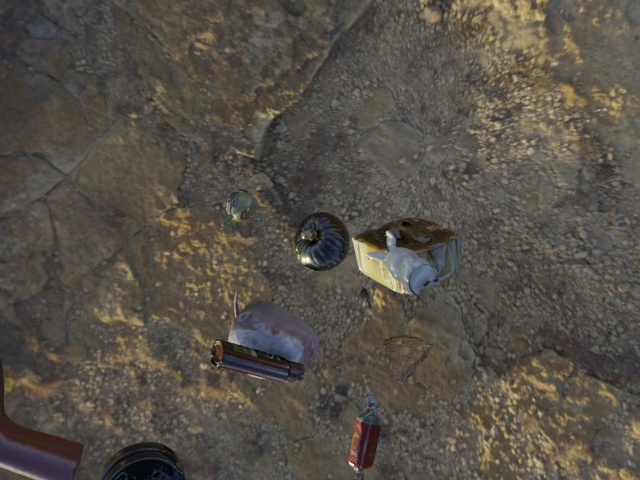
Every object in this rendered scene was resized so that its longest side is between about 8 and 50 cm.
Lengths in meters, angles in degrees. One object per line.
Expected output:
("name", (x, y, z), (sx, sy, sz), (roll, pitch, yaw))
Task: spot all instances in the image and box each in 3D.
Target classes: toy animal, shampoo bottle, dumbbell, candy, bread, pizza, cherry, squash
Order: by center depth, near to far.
("toy animal", (0.156, 0.047, 0.946), (0.085, 0.124, 0.071), (36, 95, -31))
("dumbbell", (-0.326, 0.528, 0.951), (0.185, 0.388, 0.185), (-2, 95, -26))
("pizza", (0.160, 0.218, 0.963), (0.100, 0.099, 0.029), (-50, 131, -4))
("bread", (0.199, 0.021, 1.153), (0.192, 0.210, 0.109), (-19, 114, -20))
("candy", (0.138, 0.623, 1.548), (0.059, 0.086, 0.292), (4, 78, 46))
("toy animal", (-0.267, -0.106, 1.574), (0.137, 0.098, 0.098), (-31, 93, -13))
("squash", (0.004, 0.002, 1.583), (0.193, 0.193, 0.155), (-14, 130, 14))
("shampoo bottle", (-0.204, 0.415, 1.679), (0.323, 0.129, 0.084), (22, 90, -27))
("cherry", (-0.197, 0.382, 1.904), (0.335, 0.326, 0.291), (18, 89, 34))

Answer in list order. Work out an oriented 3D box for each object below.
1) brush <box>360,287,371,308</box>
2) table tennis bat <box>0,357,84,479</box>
("brush", (0.109, 0.139, 1.197), (0.008, 0.083, 0.024), (34, 107, -23))
("table tennis bat", (-0.457, 0.181, 0.534), (0.415, 0.268, 0.051), (37, 144, -31))
